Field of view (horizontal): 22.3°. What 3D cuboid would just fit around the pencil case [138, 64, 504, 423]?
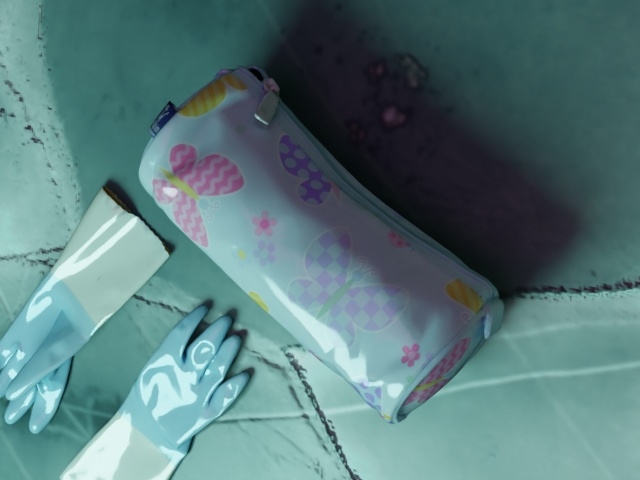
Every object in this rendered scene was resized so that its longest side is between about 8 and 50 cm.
[{"bbox_3d":[0.000,0.000,1.137,0.273,0.113,0.124,44,98,15],"label":"pencil case"}]

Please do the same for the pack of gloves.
[{"bbox_3d":[-0.175,0.107,1.293,0.195,0.046,0.232,45,117,15],"label":"pack of gloves"}]
